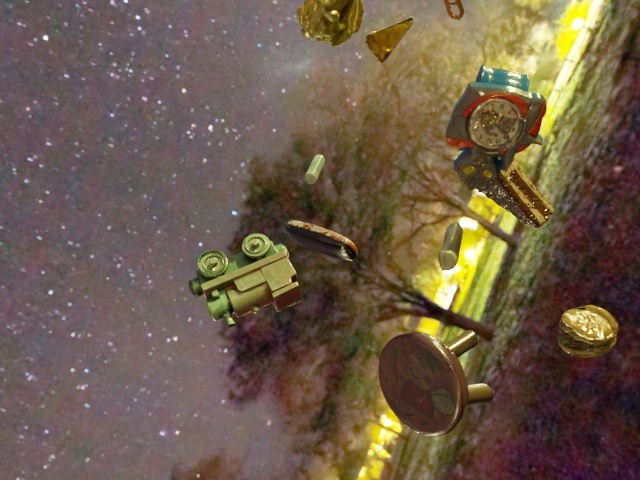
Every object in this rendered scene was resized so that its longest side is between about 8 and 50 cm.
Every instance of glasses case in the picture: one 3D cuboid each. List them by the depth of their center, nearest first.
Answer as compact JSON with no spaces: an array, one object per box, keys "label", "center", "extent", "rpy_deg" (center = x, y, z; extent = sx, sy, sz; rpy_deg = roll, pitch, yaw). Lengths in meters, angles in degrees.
[{"label":"glasses case","center":[0.000,0.000,1.895],"extent":[0.067,0.266,0.103],"rpy_deg":[-58,-31,-21]}]

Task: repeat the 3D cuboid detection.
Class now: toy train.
[{"label":"toy train","center":[-0.214,0.121,1.663],"extent":[0.304,0.222,0.150],"rpy_deg":[-23,-32,-13]}]

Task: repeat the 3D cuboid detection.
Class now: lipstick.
[{"label":"lipstick","center":[-0.021,-0.268,2.182],"extent":[0.158,0.048,0.048],"rpy_deg":[-69,-7,-53]}]

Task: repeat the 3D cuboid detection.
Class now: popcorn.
[{"label":"popcorn","center":[0.029,-0.650,1.643],"extent":[0.197,0.155,0.198],"rpy_deg":[-34,-35,-28]}]

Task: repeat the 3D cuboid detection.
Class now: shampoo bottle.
[{"label":"shampoo bottle","center":[0.349,0.013,1.549],"extent":[0.212,0.049,0.072],"rpy_deg":[-50,-49,-63]}]

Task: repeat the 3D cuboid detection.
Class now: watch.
[{"label":"watch","center":[0.460,-0.302,1.566],"extent":[0.275,0.241,0.306],"rpy_deg":[-65,-11,-57]}]

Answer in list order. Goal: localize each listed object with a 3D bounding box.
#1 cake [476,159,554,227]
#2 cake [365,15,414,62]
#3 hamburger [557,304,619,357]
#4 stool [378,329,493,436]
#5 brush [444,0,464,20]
[{"label":"cake","center":[0.600,-0.157,1.764],"extent":[0.112,0.246,0.135],"rpy_deg":[-43,-23,-18]},{"label":"cake","center":[0.212,-0.679,1.889],"extent":[0.185,0.116,0.079],"rpy_deg":[-55,27,1]},{"label":"hamburger","center":[0.813,0.287,1.777],"extent":[0.186,0.176,0.114],"rpy_deg":[-75,-11,-50]},{"label":"stool","center":[0.306,0.361,1.543],"extent":[0.178,0.272,0.272],"rpy_deg":[-11,-53,-41]},{"label":"brush","center":[0.254,-0.628,1.274],"extent":[0.017,0.090,0.315],"rpy_deg":[-46,-56,-23]}]
